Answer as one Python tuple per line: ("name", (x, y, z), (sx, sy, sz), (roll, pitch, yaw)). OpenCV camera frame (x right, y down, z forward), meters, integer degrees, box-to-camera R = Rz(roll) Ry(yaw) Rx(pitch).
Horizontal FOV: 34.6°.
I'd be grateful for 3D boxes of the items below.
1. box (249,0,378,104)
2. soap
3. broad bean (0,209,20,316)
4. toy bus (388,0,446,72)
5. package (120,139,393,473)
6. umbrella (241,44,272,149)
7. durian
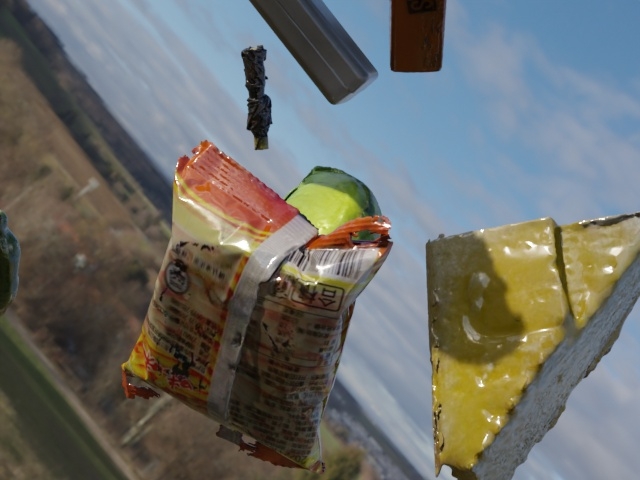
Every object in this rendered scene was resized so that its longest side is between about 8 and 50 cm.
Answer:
("box", (-0.033, -0.259, 1.130), (0.243, 0.055, 0.103), (52, 15, -2))
("soap", (0.293, 0.151, 1.253), (0.169, 0.304, 0.338), (37, 47, -58))
("broad bean", (-0.475, 0.049, 1.385), (0.292, 0.049, 0.144), (-20, -65, 39))
("toy bus", (0.137, -0.417, 1.407), (0.092, 0.093, 0.409), (-86, 174, -45))
("package", (-0.071, 0.071, 0.922), (0.223, 0.288, 0.108), (24, 24, 17))
("umbrella", (-0.086, -0.196, 1.414), (0.037, 0.040, 0.144), (8, -67, 29))
("durian", (0.000, 0.000, 1.212), (0.250, 0.139, 0.101), (-70, 152, -48))
